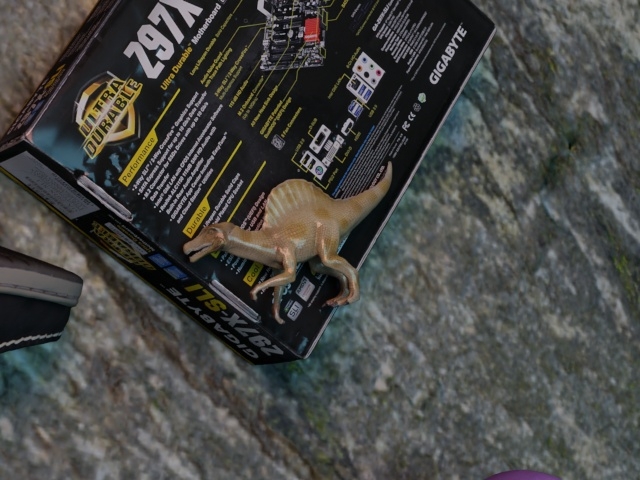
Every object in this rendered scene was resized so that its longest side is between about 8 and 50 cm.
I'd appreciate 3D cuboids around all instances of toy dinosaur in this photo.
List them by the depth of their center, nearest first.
[{"bbox_3d":[0.000,0.000,1.113,0.183,0.053,0.093,-19,93,-31],"label":"toy dinosaur"}]

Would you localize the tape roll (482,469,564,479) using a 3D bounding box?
[{"bbox_3d":[0.148,0.301,1.121,0.090,0.274,0.275,-21,95,-32],"label":"tape roll"}]

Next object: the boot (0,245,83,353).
[{"bbox_3d":[-0.302,0.129,0.941,0.377,0.138,0.284,0,102,-61],"label":"boot"}]

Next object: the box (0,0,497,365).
[{"bbox_3d":[-0.044,-0.111,1.175,0.257,0.079,0.322,38,66,-20],"label":"box"}]
